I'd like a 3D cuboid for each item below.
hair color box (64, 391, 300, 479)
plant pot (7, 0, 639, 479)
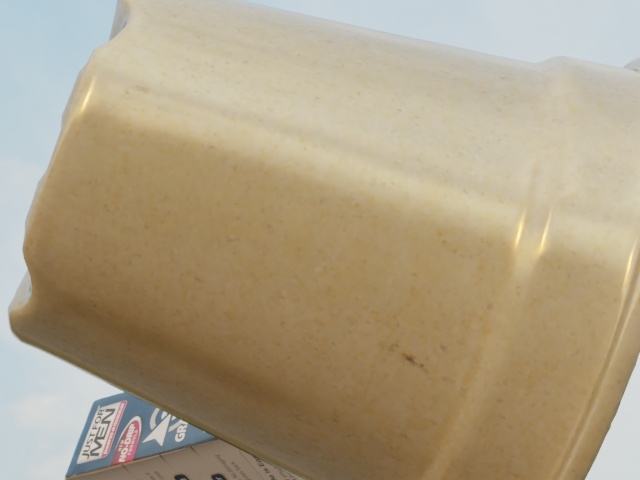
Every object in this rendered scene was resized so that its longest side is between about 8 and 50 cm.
[{"bbox_3d":[-0.046,0.200,1.372,0.347,0.105,0.174,-18,-53,27],"label":"hair color box"},{"bbox_3d":[0.000,0.000,0.849,0.305,0.334,0.334,20,-27,-4],"label":"plant pot"}]
